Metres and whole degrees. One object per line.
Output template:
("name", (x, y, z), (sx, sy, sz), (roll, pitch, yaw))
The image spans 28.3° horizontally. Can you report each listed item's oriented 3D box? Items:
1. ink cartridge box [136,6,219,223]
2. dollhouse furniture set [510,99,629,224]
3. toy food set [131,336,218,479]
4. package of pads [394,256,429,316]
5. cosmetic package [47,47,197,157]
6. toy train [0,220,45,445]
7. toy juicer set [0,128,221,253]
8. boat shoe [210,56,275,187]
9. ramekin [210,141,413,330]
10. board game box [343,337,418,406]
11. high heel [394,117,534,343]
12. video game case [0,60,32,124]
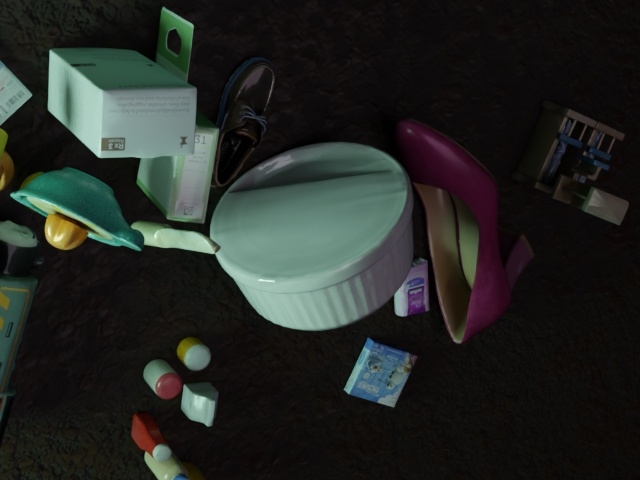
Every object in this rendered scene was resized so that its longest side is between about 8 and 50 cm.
("ink cartridge box", (-0.170, -0.157, 1.561), (0.056, 0.171, 0.235), (6, 105, -22))
("dollhouse furniture set", (0.406, -0.110, 1.882), (0.129, 0.184, 0.129), (18, 99, -32))
("toy food set", (-0.189, 0.259, 1.745), (0.111, 0.104, 0.232), (0, 108, -28))
("package of pads", (0.135, 0.070, 1.894), (0.050, 0.032, 0.083), (-12, 114, -21))
("cosmetic package", (-0.237, -0.165, 1.486), (0.117, 0.231, 0.085), (-4, 109, -27))
("toy train", (-0.452, 0.120, 1.544), (0.190, 0.142, 0.333), (9, 102, -43))
("toy juicer set", (-0.297, -0.029, 1.508), (0.329, 0.209, 0.089), (26, 78, -13))
("boat shoe", (-0.100, -0.151, 1.664), (0.066, 0.066, 0.183), (19, 99, -33))
("ramekin", (0.000, 0.000, 1.667), (0.273, 0.273, 0.127), (-32, 132, -15))
("board game box", (0.092, 0.201, 1.927), (0.090, 0.020, 0.090), (20, 99, -32))
("high heel", (0.181, -0.008, 1.827), (0.181, 0.127, 0.377), (-54, 127, -14))
("video game case", (-0.417, -0.188, 1.513), (0.087, 0.011, 0.122), (-45, 123, -6))
